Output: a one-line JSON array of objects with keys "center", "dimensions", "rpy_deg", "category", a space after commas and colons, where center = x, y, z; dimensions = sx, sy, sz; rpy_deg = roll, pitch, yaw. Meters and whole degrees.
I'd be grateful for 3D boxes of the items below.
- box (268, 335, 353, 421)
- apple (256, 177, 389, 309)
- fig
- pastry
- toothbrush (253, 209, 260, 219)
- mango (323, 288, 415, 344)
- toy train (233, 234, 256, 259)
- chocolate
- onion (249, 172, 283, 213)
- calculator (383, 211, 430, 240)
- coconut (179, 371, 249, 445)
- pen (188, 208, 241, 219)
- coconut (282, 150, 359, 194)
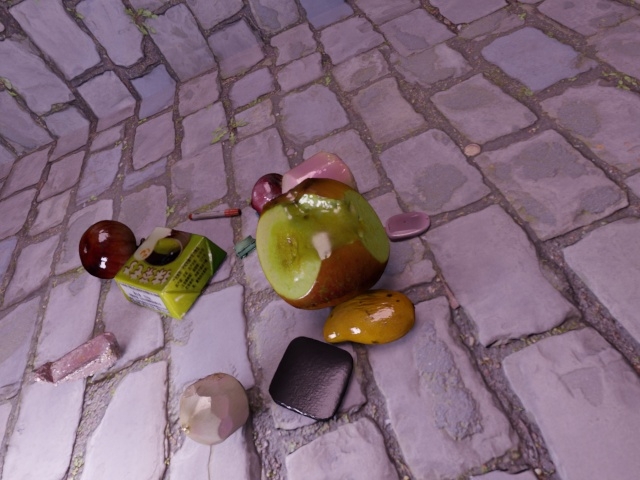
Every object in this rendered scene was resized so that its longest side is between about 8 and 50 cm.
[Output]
[{"center": [-0.023, 0.357, 1.243], "dimensions": [0.213, 0.042, 0.201], "rpy_deg": [8, 54, 31], "category": "box"}, {"center": [0.000, 0.000, 1.302], "dimensions": [0.374, 0.374, 0.384], "rpy_deg": [-31, 4, -2], "category": "apple"}, {"center": [-0.811, 0.038, 1.827], "dimensions": [0.235, 0.214, 0.234], "rpy_deg": [-5, 75, 17], "category": "fig"}, {"center": [-0.770, 0.393, 1.540], "dimensions": [0.265, 0.112, 0.102], "rpy_deg": [-22, 52, -3], "category": "pastry"}, {"center": [-0.193, -0.041, 1.712], "dimensions": [0.025, 0.019, 0.275], "rpy_deg": [-39, 44, 0], "category": "toothbrush"}, {"center": [0.123, 0.205, 1.264], "dimensions": [0.262, 0.109, 0.157], "rpy_deg": [-13, 50, 18], "category": "mango"}, {"center": [-0.263, 0.022, 1.675], "dimensions": [0.093, 0.038, 0.056], "rpy_deg": [-39, 42, -11], "category": "toy train"}, {"center": [-0.532, 0.097, 1.668], "dimensions": [0.301, 0.137, 0.288], "rpy_deg": [9, 55, 33], "category": "chocolate"}, {"center": [-0.191, -0.156, 1.733], "dimensions": [0.195, 0.159, 0.159], "rpy_deg": [-24, 39, 38], "category": "onion"}, {"center": [0.260, -0.045, 1.487], "dimensions": [0.166, 0.024, 0.103], "rpy_deg": [-14, 46, 13], "category": "calculator"}, {"center": [-0.276, 0.424, 1.197], "dimensions": [0.171, 0.183, 0.170], "rpy_deg": [3, 97, 28], "category": "coconut"}, {"center": [-0.418, -0.103, 1.875], "dimensions": [0.239, 0.028, 0.028], "rpy_deg": [-4, 49, 24], "category": "pen"}, {"center": [-0.015, -0.158, 1.598], "dimensions": [0.245, 0.233, 0.233], "rpy_deg": [-34, 44, -7], "category": "coconut"}]
